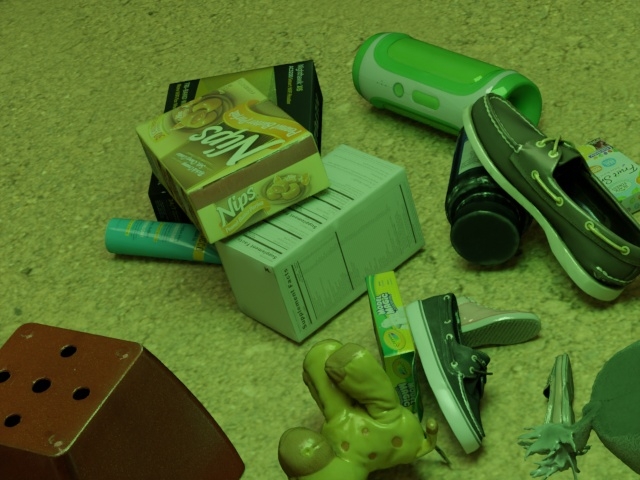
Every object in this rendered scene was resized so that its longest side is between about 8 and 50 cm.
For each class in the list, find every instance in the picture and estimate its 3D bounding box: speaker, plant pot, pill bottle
[{"bbox_3d":[0.187,-0.228,2.262,0.131,0.131,0.296,-38,43,-27],"label":"speaker"},{"bbox_3d":[-0.285,0.248,1.726,0.267,0.235,0.267,9,44,28],"label":"plant pot"},{"bbox_3d":[0.235,-0.071,2.047,0.123,0.122,0.219,-3,39,16],"label":"pill bottle"}]

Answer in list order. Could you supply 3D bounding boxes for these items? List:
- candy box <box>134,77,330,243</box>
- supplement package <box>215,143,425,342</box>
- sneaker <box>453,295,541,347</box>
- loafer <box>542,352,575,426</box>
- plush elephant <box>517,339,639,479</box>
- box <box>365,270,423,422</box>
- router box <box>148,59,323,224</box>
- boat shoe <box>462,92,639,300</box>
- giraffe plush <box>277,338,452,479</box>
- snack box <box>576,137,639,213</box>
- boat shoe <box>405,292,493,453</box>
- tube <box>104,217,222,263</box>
[{"bbox_3d":[-0.129,-0.118,2.074,0.183,0.087,0.316,-27,27,-9],"label":"candy box"},{"bbox_3d":[0.000,0.000,2.021,0.244,0.139,0.134,-36,38,-26],"label":"supplement package"},{"bbox_3d":[0.211,0.097,1.899,0.134,0.051,0.070,-11,42,12],"label":"sneaker"},{"bbox_3d":[0.279,0.184,1.775,0.039,0.045,0.125,-11,40,16],"label":"loafer"},{"bbox_3d":[0.405,0.218,1.519,0.330,0.255,0.272,-31,37,33],"label":"plush elephant"},{"bbox_3d":[0.093,0.134,1.848,0.043,0.105,0.179,-12,37,-2],"label":"box"},{"bbox_3d":[-0.124,-0.149,2.303,0.243,0.081,0.309,-9,38,8],"label":"router box"},{"bbox_3d":[0.306,-0.076,1.929,0.117,0.096,0.324,-11,59,-45],"label":"boat shoe"},{"bbox_3d":[0.022,0.240,1.724,0.210,0.181,0.170,44,72,10],"label":"giraffe plush"},{"bbox_3d":[0.390,-0.082,2.077,0.100,0.037,0.141,-27,39,-13],"label":"snack box"},{"bbox_3d":[0.167,0.152,1.801,0.076,0.080,0.228,-25,42,7],"label":"boat shoe"},{"bbox_3d":[-0.209,0.001,2.176,0.207,0.052,0.080,5,51,15],"label":"tube"}]
